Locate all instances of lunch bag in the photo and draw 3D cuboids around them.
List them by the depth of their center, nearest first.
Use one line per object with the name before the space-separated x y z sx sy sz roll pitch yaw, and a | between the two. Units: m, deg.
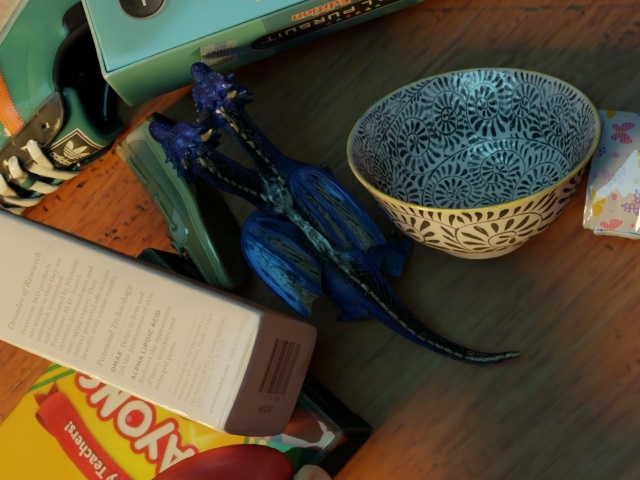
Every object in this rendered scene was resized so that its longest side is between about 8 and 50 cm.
lunch bag | 0.216 -0.041 1.022 0.071 0.053 0.083 6 76 17

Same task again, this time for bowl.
bowl | 0.106 -0.041 1.029 0.170 0.080 0.170 -7 37 5

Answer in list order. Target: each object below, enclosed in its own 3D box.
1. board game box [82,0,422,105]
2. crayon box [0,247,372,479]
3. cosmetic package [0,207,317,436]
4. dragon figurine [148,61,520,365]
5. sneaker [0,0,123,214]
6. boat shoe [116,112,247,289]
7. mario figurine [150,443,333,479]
board game box | -0.025 -0.274 1.081 0.336 0.079 0.253 -19 77 3
crayon box | -0.143 0.190 1.097 0.202 0.081 0.318 41 97 18
cosmetic package | -0.131 0.052 1.006 0.231 0.117 0.085 18 87 20
dragon figurine | 0.000 0.000 1.039 0.085 0.144 0.289 -45 72 9
sneaker | -0.229 -0.076 1.143 0.121 0.108 0.302 29 92 23
boat shoe | -0.104 -0.023 1.125 0.048 0.056 0.153 -36 71 18
mario figurine | 0.013 0.255 0.939 0.320 0.170 0.198 38 62 -10
